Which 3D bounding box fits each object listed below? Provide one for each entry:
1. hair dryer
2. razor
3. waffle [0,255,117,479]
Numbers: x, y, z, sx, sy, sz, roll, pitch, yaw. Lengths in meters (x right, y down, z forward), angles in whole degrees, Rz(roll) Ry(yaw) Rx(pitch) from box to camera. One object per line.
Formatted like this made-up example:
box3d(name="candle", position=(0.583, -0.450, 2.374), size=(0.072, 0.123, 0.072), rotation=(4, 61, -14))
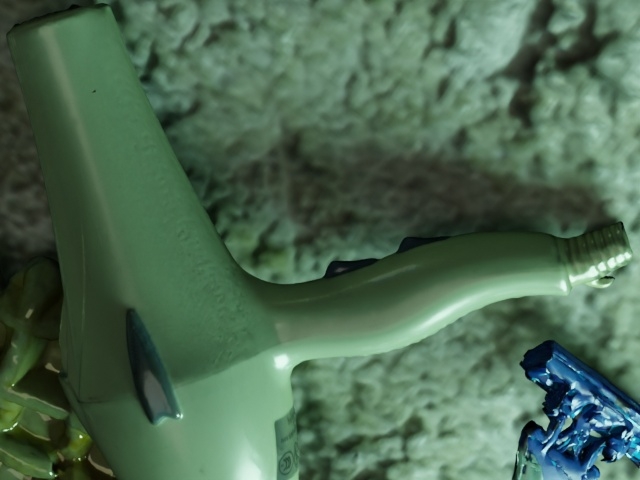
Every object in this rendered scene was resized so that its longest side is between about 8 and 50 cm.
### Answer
box3d(name="hair dryer", position=(-0.038, -0.017, 1.039), size=(0.298, 0.119, 0.296), rotation=(-38, 95, 12))
box3d(name="razor", position=(0.048, 0.179, 1.104), size=(0.093, 0.056, 0.324), rotation=(38, 122, -18))
box3d(name="waffle", position=(-0.226, 0.143, 1.180), size=(0.309, 0.056, 0.292), rotation=(-11, 110, 21))
